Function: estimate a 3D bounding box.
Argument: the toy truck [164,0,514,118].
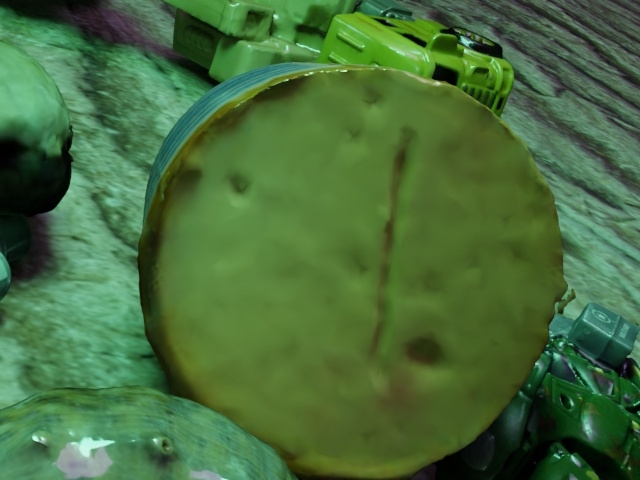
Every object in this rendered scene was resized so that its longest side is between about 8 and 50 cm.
[{"bbox_3d":[-0.001,-0.208,1.442,0.254,0.180,0.405,-3,31,-48],"label":"toy truck"}]

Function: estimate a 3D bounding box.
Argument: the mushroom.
[{"bbox_3d":[-0.335,-0.096,0.911,0.344,0.130,0.247,4,18,-20],"label":"mushroom"}]

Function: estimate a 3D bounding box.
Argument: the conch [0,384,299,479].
[{"bbox_3d":[-0.080,0.143,0.604,0.210,0.159,0.291,19,21,1],"label":"conch"}]

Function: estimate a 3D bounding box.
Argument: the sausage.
[{"bbox_3d":[0.000,0.000,0.816,0.233,0.233,0.287,17,4,-9],"label":"sausage"}]

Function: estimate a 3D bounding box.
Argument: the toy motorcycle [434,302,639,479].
[{"bbox_3d":[0.162,0.122,0.917,0.187,0.124,0.275,34,23,9],"label":"toy motorcycle"}]

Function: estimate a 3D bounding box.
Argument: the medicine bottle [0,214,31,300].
[{"bbox_3d":[-0.258,0.022,0.864,0.090,0.053,0.208,21,19,9],"label":"medicine bottle"}]
